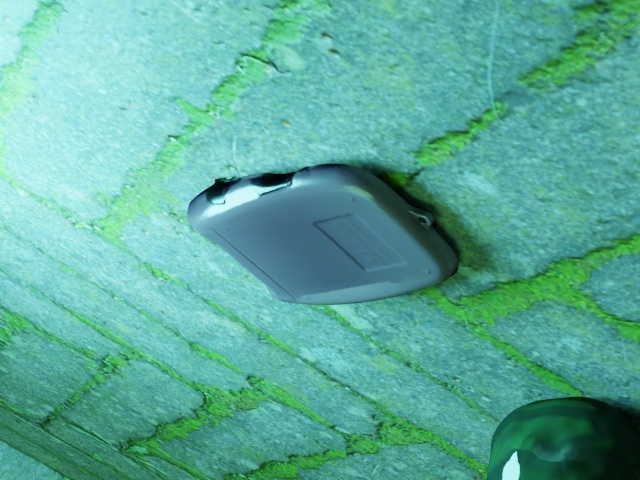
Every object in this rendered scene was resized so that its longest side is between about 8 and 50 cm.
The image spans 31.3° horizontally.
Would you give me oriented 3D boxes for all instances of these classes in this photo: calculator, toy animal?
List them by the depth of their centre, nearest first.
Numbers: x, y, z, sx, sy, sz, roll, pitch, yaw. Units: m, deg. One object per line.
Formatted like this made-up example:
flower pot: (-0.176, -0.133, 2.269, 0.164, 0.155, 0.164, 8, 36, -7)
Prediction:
calculator: (-0.001, 0.001, 1.115, 0.294, 0.043, 0.194, -10, 136, 48)
toy animal: (0.317, 0.291, 1.201, 0.191, 0.216, 0.338, -30, 120, 28)
